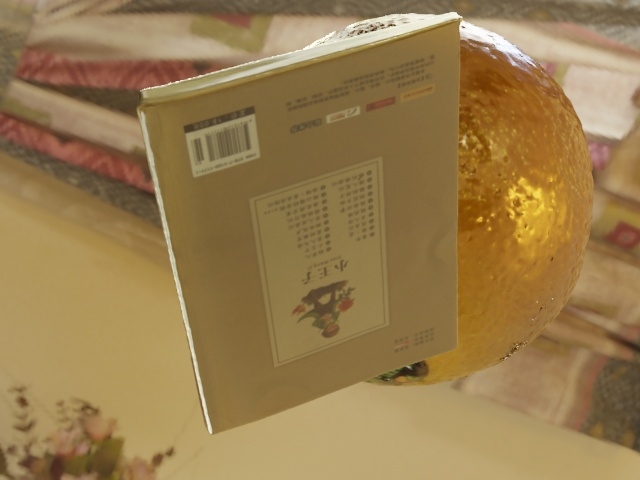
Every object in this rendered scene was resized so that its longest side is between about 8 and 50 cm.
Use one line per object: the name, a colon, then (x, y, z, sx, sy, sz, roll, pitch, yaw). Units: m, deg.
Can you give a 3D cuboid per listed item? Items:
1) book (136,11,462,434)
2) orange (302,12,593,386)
book: (0.000, 0.000, 0.495, 0.016, 0.138, 0.199, -121, -160, -45)
orange: (0.057, -0.028, 0.794, 0.274, 0.274, 0.274, -59, -163, 30)
